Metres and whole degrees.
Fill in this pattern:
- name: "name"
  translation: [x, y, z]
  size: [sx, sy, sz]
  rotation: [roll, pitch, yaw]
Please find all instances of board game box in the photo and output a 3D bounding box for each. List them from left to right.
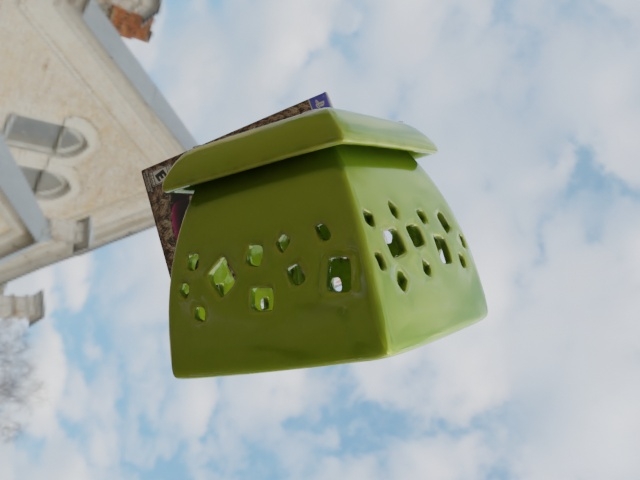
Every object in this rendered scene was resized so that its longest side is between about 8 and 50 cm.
- name: "board game box"
  translation: [-0.073, -0.033, 1.084]
  size: [0.291, 0.141, 0.232]
  rotation: [-23, -111, 5]

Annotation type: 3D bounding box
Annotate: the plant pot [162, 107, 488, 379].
- name: "plant pot"
  translation: [0.000, 0.000, 0.703]
  size: [0.227, 0.228, 0.207]
  rotation: [-12, -94, 32]
